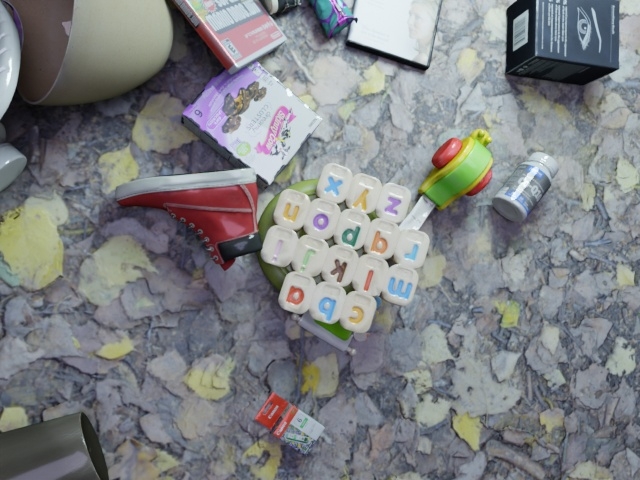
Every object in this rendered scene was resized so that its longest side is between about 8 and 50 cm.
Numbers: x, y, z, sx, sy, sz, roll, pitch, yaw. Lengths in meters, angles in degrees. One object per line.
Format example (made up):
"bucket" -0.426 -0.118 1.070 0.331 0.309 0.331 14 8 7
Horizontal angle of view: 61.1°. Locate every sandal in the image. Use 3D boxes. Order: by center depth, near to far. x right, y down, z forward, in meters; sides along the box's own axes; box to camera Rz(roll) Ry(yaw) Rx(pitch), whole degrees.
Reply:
"sandal" -0.511 -0.295 0.813 0.169 0.102 0.416 -32 63 8

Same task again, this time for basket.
"basket" -0.460 0.373 0.833 0.227 0.154 0.204 -20 93 -18

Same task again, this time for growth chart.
"growth chart" 0.048 0.088 1.043 0.172 0.021 0.237 25 82 -13

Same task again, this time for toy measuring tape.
"toy measuring tape" 0.241 -0.096 1.044 0.121 0.121 0.330 40 74 -9

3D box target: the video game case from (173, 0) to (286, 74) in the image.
"video game case" -0.191 -0.433 0.925 0.285 0.025 0.204 51 37 -13

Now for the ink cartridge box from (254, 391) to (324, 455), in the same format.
"ink cartridge box" -0.057 0.337 0.997 0.115 0.029 0.063 37 79 -10

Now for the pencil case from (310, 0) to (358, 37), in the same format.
"pencil case" 0.008 -0.472 1.037 0.064 0.070 0.151 -29 93 -14

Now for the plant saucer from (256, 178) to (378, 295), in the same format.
"plant saucer" 0.000 0.000 1.004 0.241 0.037 0.240 0 84 -4

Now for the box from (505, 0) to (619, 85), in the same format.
"box" 0.509 -0.427 1.143 0.207 0.108 0.153 4 86 -15

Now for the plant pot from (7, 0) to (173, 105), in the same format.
"plant pot" -0.350 -0.344 0.860 0.191 0.284 0.284 -2 87 -46

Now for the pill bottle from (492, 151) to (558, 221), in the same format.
"pill bottle" 0.425 -0.112 1.120 0.078 0.078 0.137 42 78 -9

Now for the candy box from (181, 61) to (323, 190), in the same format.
"candy box" -0.123 -0.217 0.988 0.196 0.070 0.165 39 78 -9

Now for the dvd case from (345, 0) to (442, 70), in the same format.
"dvd case" 0.161 -0.490 1.102 0.180 0.022 0.253 13 84 -13

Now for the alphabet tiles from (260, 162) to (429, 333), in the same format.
"alphabet tiles" 0.045 0.013 0.976 0.284 0.021 0.278 18 83 -2

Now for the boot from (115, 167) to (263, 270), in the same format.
"boot" -0.226 -0.029 0.936 0.244 0.088 0.176 -4 100 3

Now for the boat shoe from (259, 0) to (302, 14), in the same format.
"boat shoe" -0.088 -0.541 0.987 0.079 0.084 0.233 -20 117 -17

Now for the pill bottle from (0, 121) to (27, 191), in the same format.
"pill bottle" -0.578 -0.174 0.841 0.221 0.124 0.124 42 78 -9
